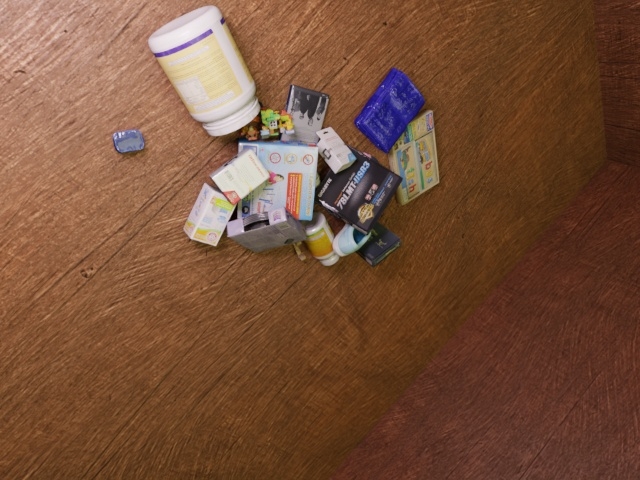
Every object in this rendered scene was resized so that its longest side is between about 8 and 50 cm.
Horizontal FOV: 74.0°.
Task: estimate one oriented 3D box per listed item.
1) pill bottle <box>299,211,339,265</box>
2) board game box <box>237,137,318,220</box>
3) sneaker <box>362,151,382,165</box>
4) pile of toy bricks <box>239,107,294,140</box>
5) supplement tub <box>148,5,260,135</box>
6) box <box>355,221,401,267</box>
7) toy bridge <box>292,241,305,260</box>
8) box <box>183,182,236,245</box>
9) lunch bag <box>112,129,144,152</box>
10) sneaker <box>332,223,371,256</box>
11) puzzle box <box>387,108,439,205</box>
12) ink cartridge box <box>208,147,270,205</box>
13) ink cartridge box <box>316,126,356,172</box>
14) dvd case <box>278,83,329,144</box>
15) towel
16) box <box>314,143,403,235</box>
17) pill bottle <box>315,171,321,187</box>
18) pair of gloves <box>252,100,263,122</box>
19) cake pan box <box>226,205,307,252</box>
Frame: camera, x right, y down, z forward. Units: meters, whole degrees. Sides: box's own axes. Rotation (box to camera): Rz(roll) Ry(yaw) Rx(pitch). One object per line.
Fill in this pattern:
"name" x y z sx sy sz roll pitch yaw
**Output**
"pill bottle" 0.000 0.000 1.956 0.136 0.136 0.246 -39 130 -12
"board game box" -0.174 -0.237 1.676 0.301 0.086 0.309 1 115 -13
"sneaker" 0.144 -0.263 1.957 0.131 0.112 0.319 41 85 -24
"pile of toy bricks" -0.198 -0.447 1.594 0.212 0.118 0.105 -13 113 -17
"supplement tub" -0.355 -0.532 1.358 0.241 0.241 0.331 -37 129 -14
"box" 0.247 0.000 2.067 0.183 0.232 0.059 -36 141 -14
"toy bridge" -0.112 0.002 1.927 0.026 0.063 0.188 -29 126 -20
"box" -0.423 -0.097 1.629 0.114 0.103 0.203 22 100 -40
"lunch bag" -0.626 -0.326 1.393 0.098 0.065 0.067 -16 106 -27
"sneaker" 0.199 -0.069 1.967 0.135 0.150 0.366 47 52 -23
"puzzle box" 0.468 -0.409 2.127 0.272 0.052 0.409 -32 128 -18
"ink cartridge box" -0.292 -0.232 1.540 0.175 0.072 0.127 -39 117 -10
"ink cartridge box" 0.054 -0.382 1.788 0.104 0.180 0.060 -32 171 -40
"dvd case" -0.069 -0.490 1.721 0.179 0.029 0.239 2 113 -36
"towel" 0.315 -0.572 1.884 0.227 0.076 0.308 37 89 -24
"box" 0.160 -0.220 1.852 0.293 0.073 0.296 33 81 3
"pill bottle" -0.046 -0.281 1.822 0.067 0.067 0.120 -44 131 -7
"pair of gloves" -0.254 -0.490 1.602 0.074 0.010 0.083 6 109 -43
"cake pan box" -0.209 -0.036 1.691 0.245 0.070 0.267 -17 160 13
